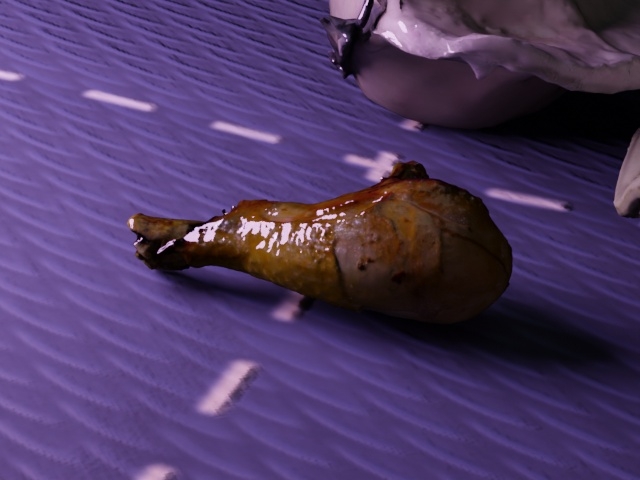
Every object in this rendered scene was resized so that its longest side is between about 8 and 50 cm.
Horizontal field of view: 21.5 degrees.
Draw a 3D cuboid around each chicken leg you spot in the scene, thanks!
[{"bbox_3d":[0.000,0.000,0.787,0.178,0.070,0.093,-1,25,8],"label":"chicken leg"}]

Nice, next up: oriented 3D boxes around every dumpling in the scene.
[{"bbox_3d":[0.099,-0.132,1.003,0.204,0.163,0.293,37,21,-15],"label":"dumpling"}]

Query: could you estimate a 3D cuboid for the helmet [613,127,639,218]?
[{"bbox_3d":[0.255,-0.023,0.804,0.204,0.137,0.257,-29,4,13],"label":"helmet"}]
